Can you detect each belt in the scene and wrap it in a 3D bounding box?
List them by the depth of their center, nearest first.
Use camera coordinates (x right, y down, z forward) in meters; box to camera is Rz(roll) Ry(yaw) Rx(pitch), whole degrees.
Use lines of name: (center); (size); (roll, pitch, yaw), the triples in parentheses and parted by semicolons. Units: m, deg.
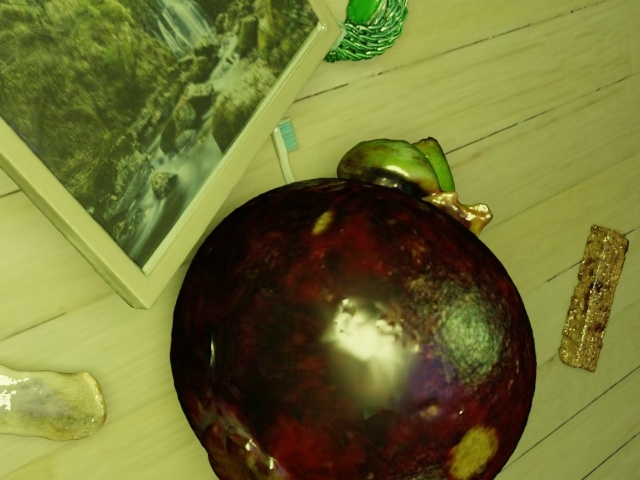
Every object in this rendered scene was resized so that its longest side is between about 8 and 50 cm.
belt: (0.018, -0.228, 0.773); (0.151, 0.079, 0.121); (5, 96, -38)

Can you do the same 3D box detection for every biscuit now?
biscuit: (0.374, 0.079, 1.142); (0.064, 0.034, 0.199); (17, 87, -39)

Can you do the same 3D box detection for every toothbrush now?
toothbrush: (0.000, 0.000, 0.840); (0.026, 0.022, 0.263); (-28, 115, -18)

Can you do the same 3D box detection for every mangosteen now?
mangosteen: (0.046, 0.072, 0.711); (0.359, 0.306, 0.306); (-44, 122, -32)

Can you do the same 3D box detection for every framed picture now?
framed picture: (-0.111, -0.147, 0.590); (0.240, 0.020, 0.324); (55, 50, -31)

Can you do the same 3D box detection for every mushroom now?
mushroom: (-0.264, 0.116, 0.640); (0.202, 0.054, 0.059); (18, 82, -34)
